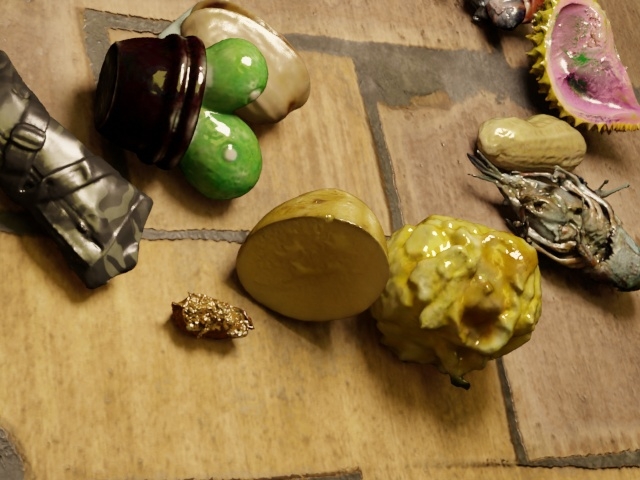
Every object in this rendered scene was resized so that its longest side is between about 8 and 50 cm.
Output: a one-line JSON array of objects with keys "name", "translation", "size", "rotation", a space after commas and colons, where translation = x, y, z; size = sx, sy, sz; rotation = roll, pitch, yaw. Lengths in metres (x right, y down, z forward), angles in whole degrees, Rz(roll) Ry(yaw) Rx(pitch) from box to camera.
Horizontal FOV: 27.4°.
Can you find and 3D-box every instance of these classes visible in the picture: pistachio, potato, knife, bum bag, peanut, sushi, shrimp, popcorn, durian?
[{"name": "pistachio", "translation": [-0.107, -0.249, 1.837], "size": [0.206, 0.131, 0.129], "rotation": [45, 12, -17]}, {"name": "potato", "translation": [0.000, 0.000, 1.772], "size": [0.178, 0.203, 0.158], "rotation": [52, 26, -24]}, {"name": "knife", "translation": [-0.181, -0.310, 1.887], "size": [0.044, 0.023, 0.162], "rotation": [46, 50, -6]}, {"name": "bum bag", "translation": [-0.342, -0.095, 1.621], "size": [0.340, 0.095, 0.144], "rotation": [46, 65, -6]}, {"name": "peanut", "translation": [0.341, -0.158, 2.133], "size": [0.214, 0.090, 0.098], "rotation": [-1, 80, -36]}, {"name": "sushi", "translation": [-0.141, 0.097, 1.684], "size": [0.118, 0.060, 0.061], "rotation": [4, 70, -33]}, {"name": "shrimp", "translation": [0.394, -0.048, 2.064], "size": [0.372, 0.137, 0.172], "rotation": [36, 96, -27]}, {"name": "popcorn", "translation": [0.184, 0.081, 1.821], "size": [0.249, 0.249, 0.225], "rotation": [24, 73, -24]}, {"name": "durian", "translation": [0.417, -0.286, 2.194], "size": [0.186, 0.154, 0.260], "rotation": [-13, 88, -45]}]

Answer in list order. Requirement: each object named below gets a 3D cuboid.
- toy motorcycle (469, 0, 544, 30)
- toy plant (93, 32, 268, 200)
[{"name": "toy motorcycle", "translation": [0.242, -0.469, 2.197], "size": [0.401, 0.134, 0.207], "rotation": [28, 48, -22]}, {"name": "toy plant", "translation": [-0.172, -0.169, 1.726], "size": [0.235, 0.218, 0.175], "rotation": [11, 17, -21]}]
